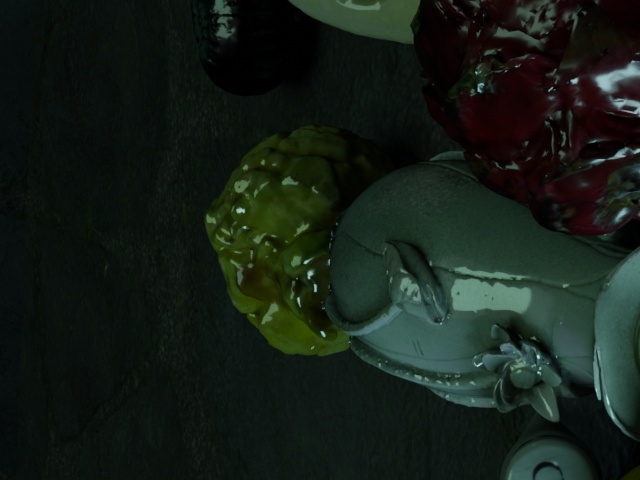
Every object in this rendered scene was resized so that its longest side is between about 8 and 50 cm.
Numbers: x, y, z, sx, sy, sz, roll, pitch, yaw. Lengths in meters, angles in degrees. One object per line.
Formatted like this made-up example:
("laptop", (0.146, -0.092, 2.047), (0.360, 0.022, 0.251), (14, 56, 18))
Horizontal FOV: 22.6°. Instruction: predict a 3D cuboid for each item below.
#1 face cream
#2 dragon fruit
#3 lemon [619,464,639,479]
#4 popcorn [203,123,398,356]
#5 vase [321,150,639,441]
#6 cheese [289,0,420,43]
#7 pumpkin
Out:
("face cream", (0.211, 0.222, 1.477), (0.314, 0.089, 0.143), (44, -144, -80))
("dragon fruit", (0.225, -0.163, 1.259), (0.329, 0.329, 0.329), (12, 104, 63))
("lemon", (0.316, 0.259, 1.287), (0.248, 0.184, 0.184), (-27, 68, 57))
("popcorn", (0.000, 0.000, 1.849), (0.270, 0.224, 0.258), (-43, 71, 47))
("vase", (0.194, 0.049, 1.465), (0.445, 0.250, 0.250), (16, 107, 59))
("cheese", (0.116, -0.330, 1.475), (0.351, 0.129, 0.328), (23, 130, 18))
("pumpkin", (-0.096, -0.289, 2.094), (0.202, 0.140, 0.202), (172, 90, -79))
